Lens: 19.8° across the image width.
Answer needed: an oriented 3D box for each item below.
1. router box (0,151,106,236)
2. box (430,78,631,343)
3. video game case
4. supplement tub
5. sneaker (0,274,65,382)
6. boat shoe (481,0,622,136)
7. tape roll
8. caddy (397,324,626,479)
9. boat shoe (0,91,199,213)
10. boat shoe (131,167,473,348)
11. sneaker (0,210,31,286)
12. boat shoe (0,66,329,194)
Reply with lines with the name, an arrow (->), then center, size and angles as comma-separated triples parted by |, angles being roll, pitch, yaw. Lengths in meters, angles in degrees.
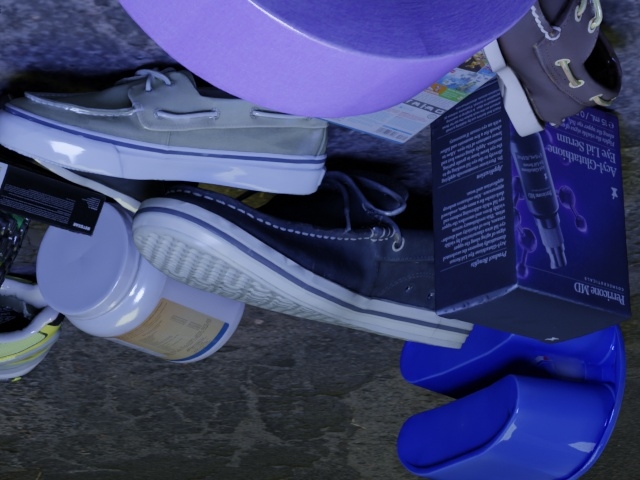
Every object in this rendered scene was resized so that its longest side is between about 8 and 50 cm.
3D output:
router box -> -0.307, -0.059, 1.692 | 0.179, 0.046, 0.133 | 19, -177, -44
box -> 0.191, -0.024, 1.675 | 0.153, 0.207, 0.108 | 14, 156, -37
video game case -> 0.081, -0.141, 1.575 | 0.119, 0.015, 0.166 | 14, 144, -38
supplement tub -> -0.188, 0.042, 1.930 | 0.144, 0.144, 0.199 | -14, 157, 30
sneaker -> -0.469, 0.077, 2.054 | 0.384, 0.145, 0.147 | -1, 155, -34
boat shoe -> 0.167, -0.172, 1.400 | 0.096, 0.116, 0.324 | -16, 159, 11
tape roll -> 0.001, -0.211, 1.019 | 0.275, 0.275, 0.090 | 8, 158, -26
caddy -> 0.239, 0.186, 2.242 | 0.179, 0.241, 0.341 | 13, 157, -26
boat shoe -> -0.203, -0.090, 1.688 | 0.233, 0.084, 0.079 | 26, 109, -41
boat shoe -> 0.000, 0.000, 1.787 | 0.187, 0.156, 0.500 | 11, 177, 37
sneaker -> -0.370, -0.009, 1.787 | 0.146, 0.134, 0.343 | 28, 174, -2
boat shoe -> -0.134, -0.105, 1.601 | 0.302, 0.094, 0.109 | 5, -167, -24
